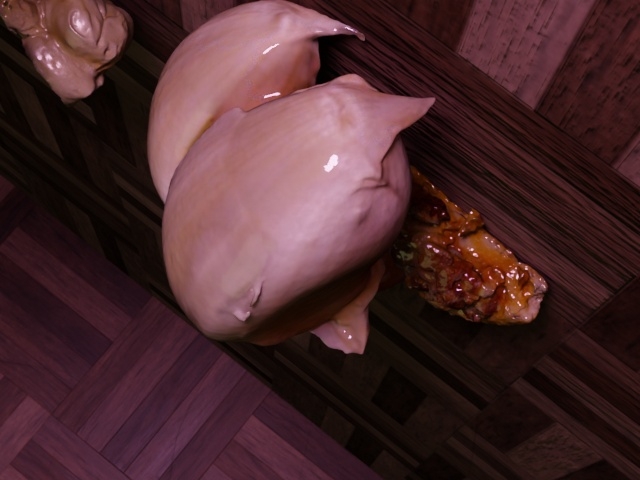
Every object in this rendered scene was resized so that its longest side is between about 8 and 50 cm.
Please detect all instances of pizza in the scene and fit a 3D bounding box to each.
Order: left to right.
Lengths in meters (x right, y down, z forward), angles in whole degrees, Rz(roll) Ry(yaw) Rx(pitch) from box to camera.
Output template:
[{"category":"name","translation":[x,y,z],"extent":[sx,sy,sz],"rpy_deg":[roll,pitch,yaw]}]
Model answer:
[{"category":"pizza","translation":[0.106,0.010,1.178],"extent":[0.194,0.069,0.154],"rpy_deg":[47,164,-27]}]

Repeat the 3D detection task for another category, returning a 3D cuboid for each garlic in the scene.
[{"category":"garlic","translation":[-0.033,-0.048,1.080],"extent":[0.249,0.286,0.313],"rpy_deg":[6,155,7]}]

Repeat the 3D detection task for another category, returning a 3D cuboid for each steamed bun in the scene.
[{"category":"steamed bun","translation":[-0.256,-0.231,1.300],"extent":[0.177,0.106,0.192],"rpy_deg":[56,175,-11]}]

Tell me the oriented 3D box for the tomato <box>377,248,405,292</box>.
[{"category":"tomato","translation":[0.000,0.000,1.350],"extent":[0.199,0.112,0.228],"rpy_deg":[39,169,-5]}]
